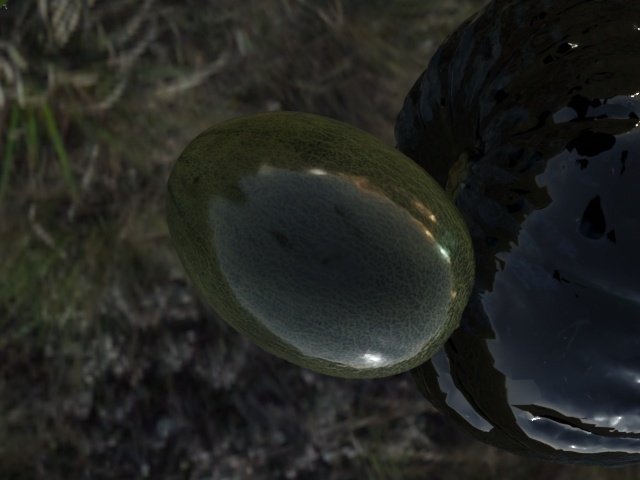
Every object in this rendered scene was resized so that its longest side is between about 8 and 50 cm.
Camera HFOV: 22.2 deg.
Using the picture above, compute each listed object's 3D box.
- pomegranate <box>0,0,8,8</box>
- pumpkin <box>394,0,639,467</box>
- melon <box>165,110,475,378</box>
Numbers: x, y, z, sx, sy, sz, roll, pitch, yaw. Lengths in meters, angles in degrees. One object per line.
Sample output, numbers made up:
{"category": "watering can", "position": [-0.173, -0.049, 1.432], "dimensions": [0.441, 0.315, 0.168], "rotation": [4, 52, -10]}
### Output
{"category": "pomegranate", "position": [-0.247, -0.205, 1.035], "dimensions": [0.122, 0.122, 0.161], "rotation": [-37, 139, 8]}
{"category": "pumpkin", "position": [0.194, -0.020, 1.198], "dimensions": [0.266, 0.363, 0.363], "rotation": [9, 116, -27]}
{"category": "melon", "position": [0.000, 0.000, 0.653], "dimensions": [0.131, 0.098, 0.098], "rotation": [34, 108, -1]}
